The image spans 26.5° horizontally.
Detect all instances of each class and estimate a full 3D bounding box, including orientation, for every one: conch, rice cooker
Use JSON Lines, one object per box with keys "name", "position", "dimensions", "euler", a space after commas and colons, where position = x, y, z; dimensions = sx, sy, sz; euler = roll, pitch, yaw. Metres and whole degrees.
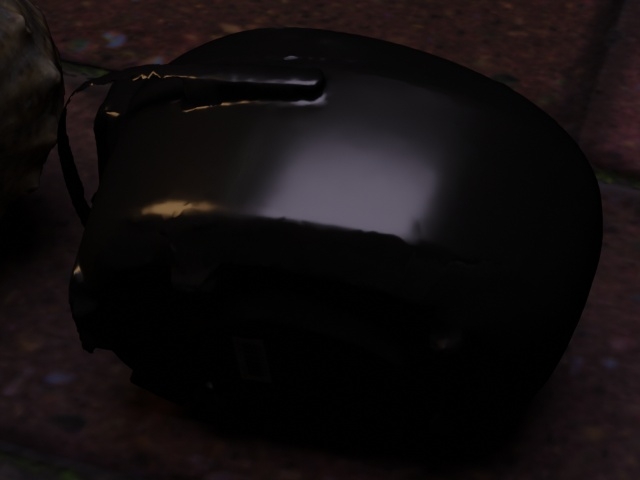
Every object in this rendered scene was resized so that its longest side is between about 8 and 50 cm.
{"name": "conch", "position": [-0.190, -0.059, 0.570], "dimensions": [0.155, 0.130, 0.207], "euler": [-11, 23, -20]}
{"name": "rice cooker", "position": [-0.001, -0.001, 0.498], "dimensions": [0.203, 0.142, 0.118], "euler": [8, 52, 13]}
